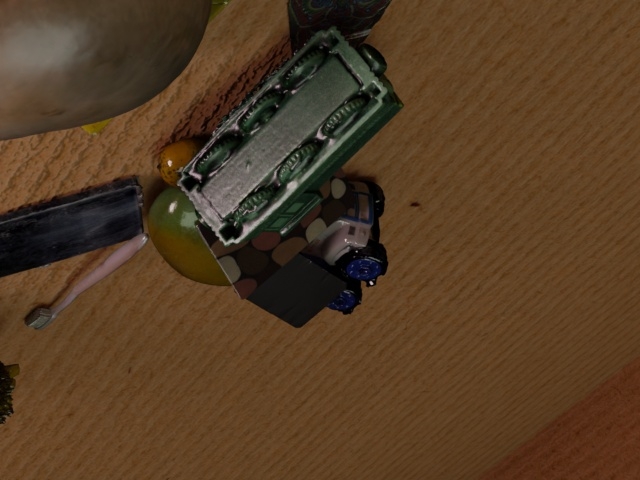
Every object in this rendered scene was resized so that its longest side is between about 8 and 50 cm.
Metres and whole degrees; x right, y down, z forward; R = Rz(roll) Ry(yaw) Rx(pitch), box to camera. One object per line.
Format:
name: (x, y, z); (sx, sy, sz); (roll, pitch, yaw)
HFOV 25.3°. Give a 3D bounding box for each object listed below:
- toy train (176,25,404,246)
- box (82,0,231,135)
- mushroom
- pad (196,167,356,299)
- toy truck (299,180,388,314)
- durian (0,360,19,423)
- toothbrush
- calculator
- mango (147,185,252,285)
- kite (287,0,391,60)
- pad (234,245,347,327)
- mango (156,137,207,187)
toy train: (-0.028, -0.131, 1.874); (0.330, 0.138, 0.178); (-43, 163, 18)
box: (-0.162, -0.241, 1.590); (0.041, 0.153, 0.279); (41, 124, -14)
mushroom: (-0.289, -0.249, 1.369); (0.362, 0.294, 0.362); (-13, -177, 1)
pad: (-0.058, -0.039, 2.051); (0.235, 0.003, 0.158); (-40, 129, -15)
toy truck: (0.000, 0.000, 2.224); (0.177, 0.161, 0.213); (15, 140, -19)
durian: (-0.573, 0.220, 2.063); (0.258, 0.258, 0.293); (-25, 166, 6)
toothbrush: (-0.353, 0.063, 2.141); (0.029, 0.025, 0.307); (14, 142, -42)
calculator: (-0.375, -0.012, 2.006); (0.262, 0.021, 0.161); (-16, 155, -13)
mango: (-0.163, -0.008, 2.077); (0.156, 0.114, 0.251); (-18, 158, 22)
kite: (0.008, -0.250, 1.861); (0.152, 0.015, 0.285); (-10, 150, -19)
pad: (-0.043, 0.072, 2.150); (0.112, 0.003, 0.157); (-41, 134, 17)
mango: (-0.173, -0.106, 1.950); (0.114, 0.057, 0.079); (-4, 146, -51)
